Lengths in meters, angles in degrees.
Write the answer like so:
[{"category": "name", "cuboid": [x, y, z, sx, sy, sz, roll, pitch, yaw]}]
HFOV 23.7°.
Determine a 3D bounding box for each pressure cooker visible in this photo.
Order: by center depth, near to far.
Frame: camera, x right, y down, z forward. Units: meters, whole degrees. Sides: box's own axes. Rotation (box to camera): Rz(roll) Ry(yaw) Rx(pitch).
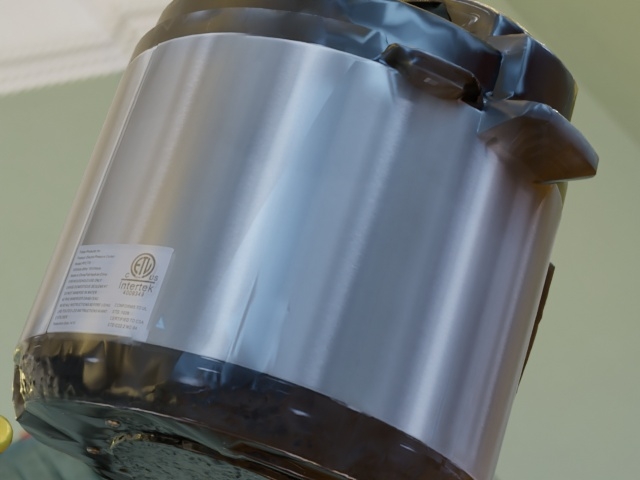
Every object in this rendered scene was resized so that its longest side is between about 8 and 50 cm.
[{"category": "pressure cooker", "cuboid": [-0.002, -0.003, 1.157, 0.375, 0.370, 0.420, 101, -174, -69]}]

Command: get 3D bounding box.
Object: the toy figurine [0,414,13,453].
[{"category": "toy figurine", "cuboid": [-0.253, 0.075, 0.617, 0.210, 0.213, 0.148, 13, -75, -35]}]
